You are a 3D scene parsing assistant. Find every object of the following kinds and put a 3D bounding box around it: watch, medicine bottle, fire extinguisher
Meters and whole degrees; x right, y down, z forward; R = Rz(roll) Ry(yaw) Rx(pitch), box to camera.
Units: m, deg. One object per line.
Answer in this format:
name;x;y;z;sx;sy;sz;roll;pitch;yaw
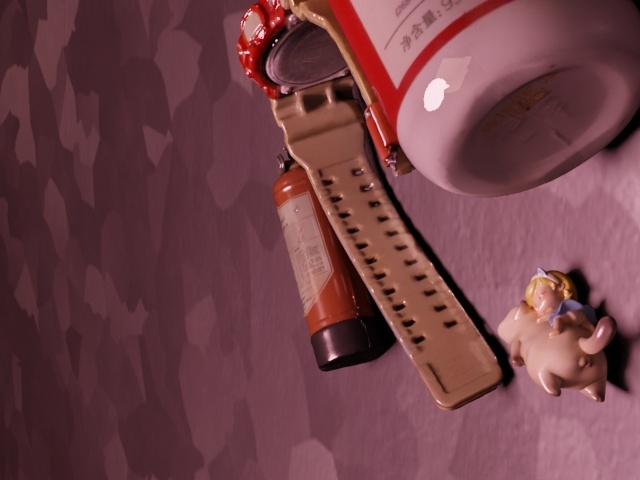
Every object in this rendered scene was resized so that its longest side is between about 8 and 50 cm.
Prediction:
watch;0.039;-0.048;0.773;0.165;0.102;0.268;90;156;-52
medicine bottle;0.063;-0.151;0.669;0.250;0.131;0.131;66;147;30
fire extinguisher;0.000;0.000;0.897;0.062;0.050;0.177;107;149;-69

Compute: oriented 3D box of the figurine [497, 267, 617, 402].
figurine;0.128;0.046;0.683;0.050;0.047;0.083;-68;29;17
